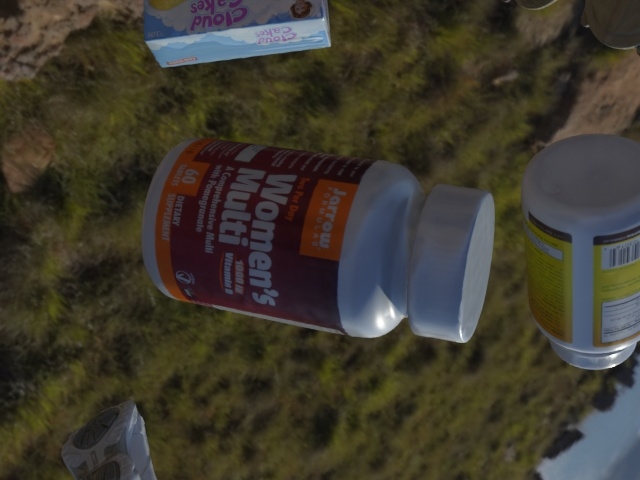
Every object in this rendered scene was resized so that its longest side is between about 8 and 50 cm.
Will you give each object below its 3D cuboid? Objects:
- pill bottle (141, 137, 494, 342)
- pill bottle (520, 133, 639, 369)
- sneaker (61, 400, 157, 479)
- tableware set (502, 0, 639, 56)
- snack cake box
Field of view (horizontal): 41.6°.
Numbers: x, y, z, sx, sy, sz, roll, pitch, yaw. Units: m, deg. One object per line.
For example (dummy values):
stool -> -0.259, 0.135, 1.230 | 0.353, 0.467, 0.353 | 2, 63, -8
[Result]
pill bottle -> 0.000, 0.000, 0.579 | 0.121, 0.221, 0.121 | 9, 90, -70
pill bottle -> 0.244, 0.019, 0.753 | 0.117, 0.117, 0.215 | -41, 138, -24
sneaker -> -0.214, 0.262, 0.908 | 0.090, 0.232, 0.115 | -29, 111, -1
tableware set -> 0.160, -0.186, 0.467 | 0.020, 0.168, 0.141 | 6, 112, -33
snack cake box -> -0.124, -0.357, 1.248 | 0.089, 0.264, 0.152 | 63, 21, -72
